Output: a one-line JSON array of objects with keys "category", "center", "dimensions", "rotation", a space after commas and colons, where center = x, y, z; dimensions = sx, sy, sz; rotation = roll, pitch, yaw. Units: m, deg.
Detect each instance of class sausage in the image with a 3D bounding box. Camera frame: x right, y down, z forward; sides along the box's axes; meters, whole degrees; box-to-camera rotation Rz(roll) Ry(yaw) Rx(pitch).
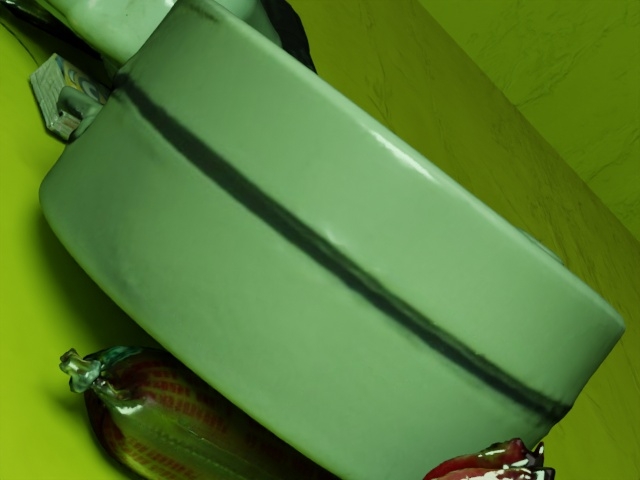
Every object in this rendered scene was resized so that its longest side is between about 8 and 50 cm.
[{"category": "sausage", "center": [-0.010, 0.147, 0.762], "dimensions": [0.371, 0.082, 0.082], "rotation": [36, 22, -36]}]

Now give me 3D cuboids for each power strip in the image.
[{"category": "power strip", "center": [0.000, 0.000, 0.796], "dimensions": [0.357, 0.161, 0.357], "rotation": [37, 5, -4]}]

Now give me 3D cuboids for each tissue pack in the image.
[{"category": "tissue pack", "center": [-0.162, -0.088, 0.929], "dimensions": [0.083, 0.035, 0.063], "rotation": [34, 21, -47]}]

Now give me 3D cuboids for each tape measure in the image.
[{"category": "tape measure", "center": [-0.144, -0.181, 0.971], "dimensions": [0.246, 0.125, 0.243], "rotation": [38, -3, 6]}]

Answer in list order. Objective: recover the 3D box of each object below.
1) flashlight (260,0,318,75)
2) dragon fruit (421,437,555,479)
[{"category": "flashlight", "center": [-0.030, -0.116, 1.232], "dimensions": [0.103, 0.103, 0.424], "rotation": [39, 19, -32]}, {"category": "dragon fruit", "center": [0.051, 0.225, 0.614], "dimensions": [0.189, 0.163, 0.261], "rotation": [14, 68, -24]}]
